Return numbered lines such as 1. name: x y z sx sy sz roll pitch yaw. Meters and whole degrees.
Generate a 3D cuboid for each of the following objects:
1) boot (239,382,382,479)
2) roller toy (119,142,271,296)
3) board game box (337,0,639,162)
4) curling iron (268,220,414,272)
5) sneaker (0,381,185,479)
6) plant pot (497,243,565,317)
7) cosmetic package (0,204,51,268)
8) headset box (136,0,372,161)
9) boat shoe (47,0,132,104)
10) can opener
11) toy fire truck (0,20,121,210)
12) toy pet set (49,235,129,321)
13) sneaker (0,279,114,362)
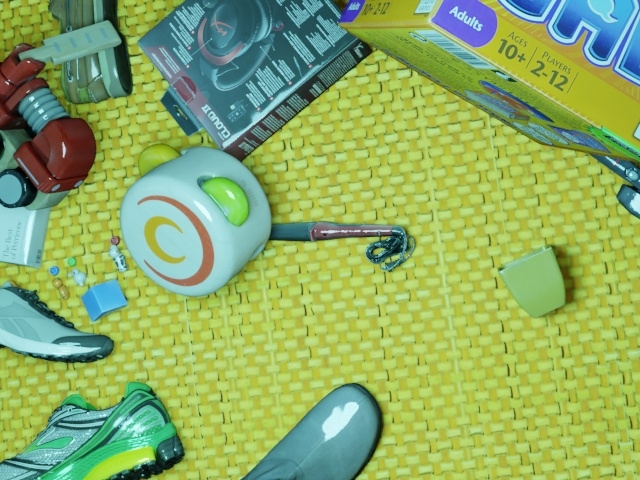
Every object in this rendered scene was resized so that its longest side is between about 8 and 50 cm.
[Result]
1. boot: -0.053 0.337 1.788 0.118 0.223 0.338 40 93 13
2. roller toy: -0.176 -0.031 1.868 0.209 0.146 0.191 16 125 25
3. board game box: 0.298 -0.343 1.659 0.357 0.356 0.356 28 90 -18
4. curling iron: 0.000 0.000 1.910 0.274 0.035 0.068 7 85 12
5. sneaker: -0.377 0.314 1.918 0.344 0.134 0.146 -21 73 0
6. plant pot: 0.300 0.061 1.823 0.082 0.081 0.083 -25 90 7
7. cosmetic package: -0.462 -0.083 2.001 0.099 0.060 0.239 8 85 13
8. headset box: -0.108 -0.274 1.924 0.293 0.110 0.218 -40 78 5
9. boat shoe: -0.365 -0.359 1.986 0.105 0.111 0.307 -10 82 9
10. can opener: 0.416 -0.103 1.826 0.186 0.059 0.073 43 94 12
11. toy fire truck: -0.388 -0.195 1.891 0.246 0.158 0.217 -43 80 23
12. toy pet set: -0.345 0.063 1.958 0.122 0.065 0.114 -27 79 8
13. sneaker: -0.435 0.120 1.955 0.272 0.100 0.108 13 81 13
